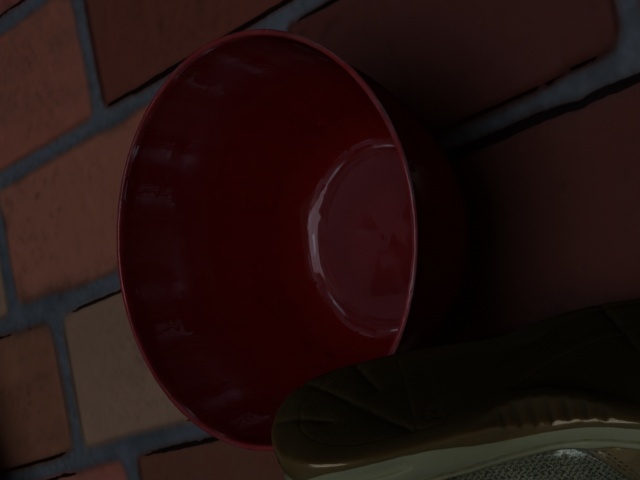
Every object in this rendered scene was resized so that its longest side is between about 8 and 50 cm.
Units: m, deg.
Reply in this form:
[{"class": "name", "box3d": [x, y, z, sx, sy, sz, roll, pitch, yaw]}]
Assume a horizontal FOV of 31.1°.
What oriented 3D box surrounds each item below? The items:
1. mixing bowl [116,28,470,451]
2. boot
[{"class": "mixing bowl", "box3d": [0.000, 0.000, 0.527, 0.181, 0.098, 0.181, 0, 90, 42]}, {"class": "boot", "box3d": [0.101, 0.114, 0.444, 0.213, 0.077, 0.165, -10, 119, 4]}]
